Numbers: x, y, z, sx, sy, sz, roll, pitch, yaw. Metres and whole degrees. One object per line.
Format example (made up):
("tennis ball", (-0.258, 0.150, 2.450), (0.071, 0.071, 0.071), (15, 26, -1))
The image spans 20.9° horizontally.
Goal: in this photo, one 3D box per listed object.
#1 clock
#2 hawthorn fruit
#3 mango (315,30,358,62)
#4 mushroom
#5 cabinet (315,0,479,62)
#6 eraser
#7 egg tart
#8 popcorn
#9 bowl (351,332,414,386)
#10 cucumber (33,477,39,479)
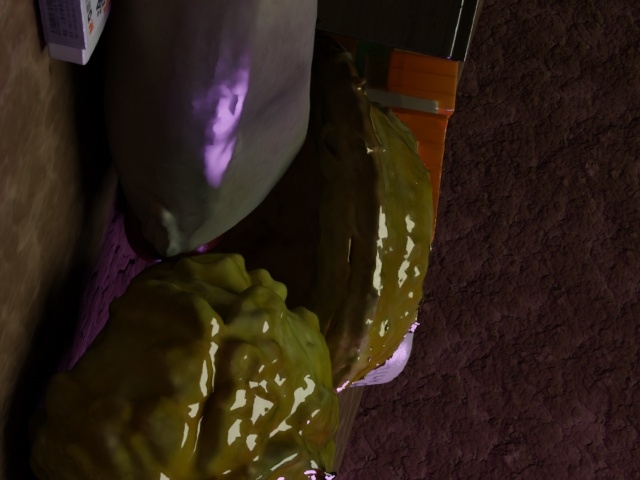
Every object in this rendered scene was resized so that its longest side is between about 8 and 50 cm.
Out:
("clock", (0.075, -0.065, 1.753), (0.255, 0.106, 0.219), (-87, -175, -60))
("hawthorn fruit", (-0.111, -0.032, 1.289), (0.081, 0.081, 0.093), (-37, 111, -78))
("mango", (0.044, -0.256, 1.909), (0.165, 0.089, 0.115), (-73, 173, -48))
("mushroom", (-0.073, -0.128, 1.106), (0.154, 0.137, 0.407), (-33, 156, -19))
("cabinet", (0.015, -0.225, 1.271), (0.175, 0.215, 0.148), (-27, 131, -80))
("eraser", (-0.140, -0.158, 0.978), (0.122, 0.029, 0.052), (92, 13, -55))
("egg tart", (0.000, 0.000, 1.401), (0.345, 0.132, 0.345), (-174, -90, -68))
("popcorn", (-0.086, 0.141, 1.212), (0.233, 0.192, 0.266), (-4, 110, -67))
("bowl", (-0.026, 0.042, 1.630), (0.126, 0.238, 0.237), (-20, 141, -24))
("cucumber", (-0.183, 0.167, 1.270), (0.133, 0.032, 0.032), (-49, 153, -70))
